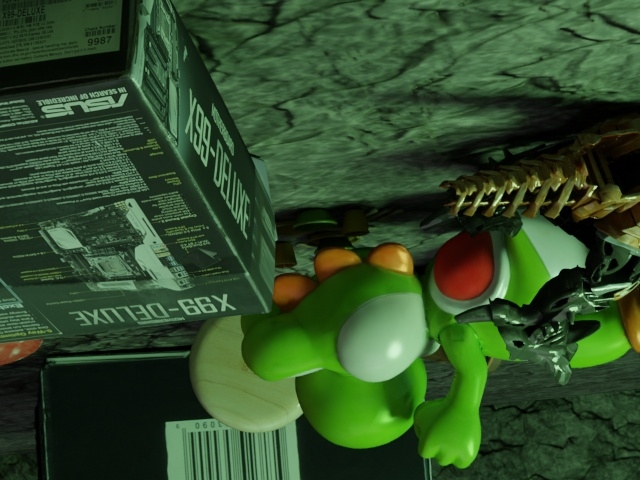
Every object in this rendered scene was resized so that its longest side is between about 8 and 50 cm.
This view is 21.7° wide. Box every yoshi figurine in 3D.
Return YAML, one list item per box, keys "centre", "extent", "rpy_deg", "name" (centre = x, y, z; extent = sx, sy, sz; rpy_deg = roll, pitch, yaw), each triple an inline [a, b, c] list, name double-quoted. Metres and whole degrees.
- centre: [0.120, 0.078, 1.381]
  extent: [0.362, 0.203, 0.203]
  rpy_deg: [-10, -177, 7]
  name: "yoshi figurine"

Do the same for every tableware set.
- centre: [0.000, 0.000, 1.404]
  extent: [0.104, 0.024, 0.154]
  rpy_deg: [0, 168, -22]
  name: "tableware set"

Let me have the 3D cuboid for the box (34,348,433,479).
- centre: [-0.137, 0.311, 2.249]
  extent: [0.479, 0.297, 0.472]
  rpy_deg: [-3, 171, -11]
  name: "box"

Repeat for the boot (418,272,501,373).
- centre: [0.112, 0.073, 1.648]
  extent: [0.115, 0.112, 0.305]
  rpy_deg: [8, 169, -10]
  name: "boot"

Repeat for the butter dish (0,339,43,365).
- centre: [-0.288, 0.069, 1.374]
  extent: [0.159, 0.118, 0.160]
  rpy_deg: [-5, 169, -4]
  name: "butter dish"

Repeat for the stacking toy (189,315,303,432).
- centre: [-0.051, 0.140, 1.866]
  extent: [0.141, 0.141, 0.330]
  rpy_deg: [-6, 175, 5]
  name: "stacking toy"

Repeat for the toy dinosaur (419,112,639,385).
- centre: [0.194, -0.030, 1.149]
  extent: [0.322, 0.164, 0.218]
  rpy_deg: [25, 138, -33]
  name: "toy dinosaur"

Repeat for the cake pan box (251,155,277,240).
- centre: [-0.200, -0.021, 1.094]
  extent: [0.245, 0.070, 0.267]
  rpy_deg: [-14, 166, 29]
  name: "cake pan box"

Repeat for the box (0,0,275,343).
- centre: [-0.198, -0.028, 0.852]
  extent: [0.307, 0.077, 0.242]
  rpy_deg: [-8, 151, 11]
  name: "box"
